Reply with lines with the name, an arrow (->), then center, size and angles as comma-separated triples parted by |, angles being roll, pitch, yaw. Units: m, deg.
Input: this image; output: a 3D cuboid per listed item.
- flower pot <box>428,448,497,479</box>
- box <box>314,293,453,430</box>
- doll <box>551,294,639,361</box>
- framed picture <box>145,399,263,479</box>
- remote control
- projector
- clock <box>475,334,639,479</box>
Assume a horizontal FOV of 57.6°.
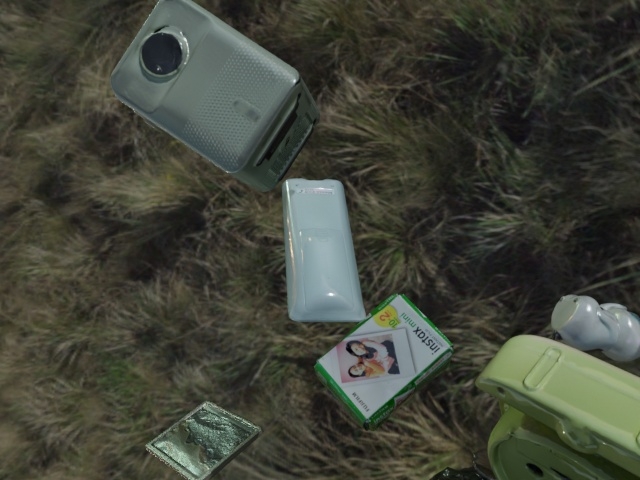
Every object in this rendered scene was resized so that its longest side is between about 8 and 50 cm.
flower pot -> 0.284, 0.526, 0.981 | 0.213, 0.301, 0.302 | -144, 59, -71
box -> 0.131, 0.246, 1.188 | 0.250, 0.103, 0.180 | -38, 62, -12
doll -> 0.533, 0.166, 1.103 | 0.180, 0.110, 0.107 | 15, 85, -2
framed picture -> -0.276, 0.468, 1.367 | 0.265, 0.192, 0.018 | 2, 118, 50
remote control -> 0.000, 0.001, 0.850 | 0.293, 0.103, 0.051 | -97, 12, -48
projector -> -0.137, -0.188, 0.761 | 0.242, 0.177, 0.163 | 36, 91, 9
clock -> 0.351, 0.305, 0.765 | 0.286, 0.117, 0.349 | 24, 141, 40
